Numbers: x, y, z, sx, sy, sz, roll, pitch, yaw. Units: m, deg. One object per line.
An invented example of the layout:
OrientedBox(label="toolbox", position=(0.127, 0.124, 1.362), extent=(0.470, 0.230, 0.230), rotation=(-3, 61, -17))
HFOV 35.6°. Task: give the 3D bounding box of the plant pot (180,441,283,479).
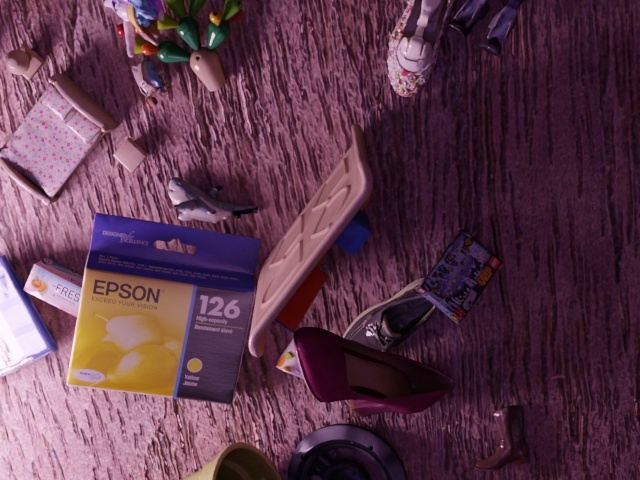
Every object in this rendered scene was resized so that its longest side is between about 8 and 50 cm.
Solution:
OrientedBox(label="plant pot", position=(-0.218, 0.536, 1.818), extent=(0.253, 0.276, 0.276), rotation=(-22, 99, 24))

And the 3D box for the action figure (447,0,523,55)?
OrientedBox(label="action figure", position=(0.325, -0.439, 1.594), extent=(0.185, 0.099, 0.285), rotation=(34, 100, 12))

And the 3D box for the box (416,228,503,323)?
OrientedBox(label="box", position=(0.240, 0.061, 1.715), extent=(0.094, 0.027, 0.137), rotation=(38, 70, -3))

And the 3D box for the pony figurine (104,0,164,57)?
OrientedBox(label="pony figurine", position=(-0.328, -0.512, 1.588), extent=(0.363, 0.302, 0.351), rotation=(33, 101, 22))

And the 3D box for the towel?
OrientedBox(label="towel", position=(-0.647, 0.168, 1.869), extent=(0.285, 0.034, 0.209), rotation=(-25, 99, 20))

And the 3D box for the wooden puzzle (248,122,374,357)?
OrientedBox(label="wooden puzzle", position=(0.000, 0.000, 1.621), extent=(0.080, 0.322, 0.348), rotation=(30, 105, -9))

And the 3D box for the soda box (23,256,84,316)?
OrientedBox(label="soda box", position=(-0.444, 0.100, 1.830), extent=(0.183, 0.063, 0.058), rotation=(27, 103, 0))

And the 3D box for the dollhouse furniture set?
OrientedBox(label="dollhouse furniture set", position=(-0.541, -0.149, 1.730), extent=(0.355, 0.174, 0.303), rotation=(42, 105, -3))

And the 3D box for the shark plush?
OrientedBox(label="shark plush", position=(-0.193, -0.071, 1.767), extent=(0.161, 0.073, 0.067), rotation=(6, 73, 11))

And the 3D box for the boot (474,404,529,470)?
OrientedBox(label="boot", position=(0.321, 0.354, 1.801), extent=(0.106, 0.037, 0.114), rotation=(-13, 104, -3))

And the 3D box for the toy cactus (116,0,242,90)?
OrientedBox(label="toy cactus", position=(-0.218, -0.341, 1.696), extent=(0.218, 0.112, 0.181), rotation=(-23, 118, 8))

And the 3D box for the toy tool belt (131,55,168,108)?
OrientedBox(label="toy tool belt", position=(-0.289, -0.275, 1.730), extent=(0.051, 0.052, 0.083), rotation=(-26, 79, 6))

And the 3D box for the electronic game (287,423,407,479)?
OrientedBox(label="electronic game", position=(0.049, 0.450, 1.853), extent=(0.229, 0.048, 0.229), rotation=(3, 101, 15))

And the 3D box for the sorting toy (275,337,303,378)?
OrientedBox(label="sorting toy", position=(-0.031, 0.211, 1.819), extent=(0.083, 0.045, 0.075), rotation=(21, 85, 2))

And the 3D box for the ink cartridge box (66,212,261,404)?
OrientedBox(label="ink cartridge box", position=(-0.276, 0.128, 1.775), extent=(0.303, 0.072, 0.307), rotation=(9, 106, -11))

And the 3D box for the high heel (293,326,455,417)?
OrientedBox(label="high heel", position=(0.091, 0.205, 1.662), extent=(0.181, 0.377, 0.127), rotation=(-18, 65, 16))

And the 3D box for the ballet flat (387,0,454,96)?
OrientedBox(label="ballet flat", position=(0.165, -0.353, 1.643), extent=(0.091, 0.077, 0.241), rotation=(16, 105, 3))

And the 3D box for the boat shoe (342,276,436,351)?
OrientedBox(label="boat shoe", position=(0.121, 0.147, 1.762), extent=(0.223, 0.073, 0.080), rotation=(-37, 94, 12))
